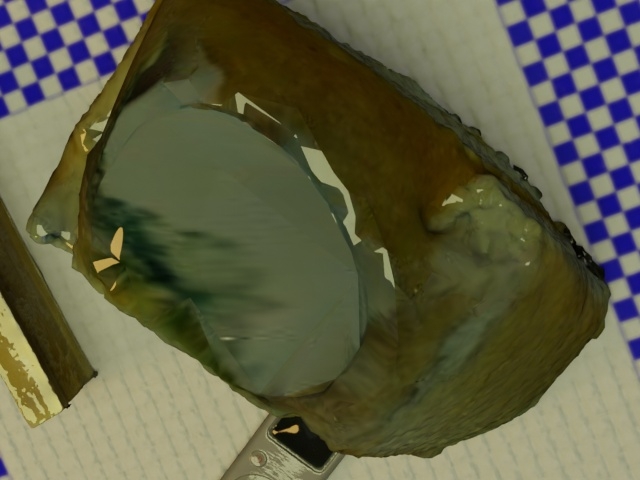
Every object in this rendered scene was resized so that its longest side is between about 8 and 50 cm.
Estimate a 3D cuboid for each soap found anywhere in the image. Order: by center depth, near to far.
[{"bbox_3d":[-0.250,0.013,1.113,0.037,0.092,0.252,-26,97,11],"label":"soap"}]

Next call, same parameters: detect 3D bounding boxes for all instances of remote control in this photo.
[{"bbox_3d":[-0.060,0.218,1.158,0.067,0.029,0.261,36,104,0],"label":"remote control"}]

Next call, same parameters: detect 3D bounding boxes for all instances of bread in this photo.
[{"bbox_3d":[0.006,0.005,0.988,0.395,0.264,0.239,34,100,2],"label":"bread"}]
